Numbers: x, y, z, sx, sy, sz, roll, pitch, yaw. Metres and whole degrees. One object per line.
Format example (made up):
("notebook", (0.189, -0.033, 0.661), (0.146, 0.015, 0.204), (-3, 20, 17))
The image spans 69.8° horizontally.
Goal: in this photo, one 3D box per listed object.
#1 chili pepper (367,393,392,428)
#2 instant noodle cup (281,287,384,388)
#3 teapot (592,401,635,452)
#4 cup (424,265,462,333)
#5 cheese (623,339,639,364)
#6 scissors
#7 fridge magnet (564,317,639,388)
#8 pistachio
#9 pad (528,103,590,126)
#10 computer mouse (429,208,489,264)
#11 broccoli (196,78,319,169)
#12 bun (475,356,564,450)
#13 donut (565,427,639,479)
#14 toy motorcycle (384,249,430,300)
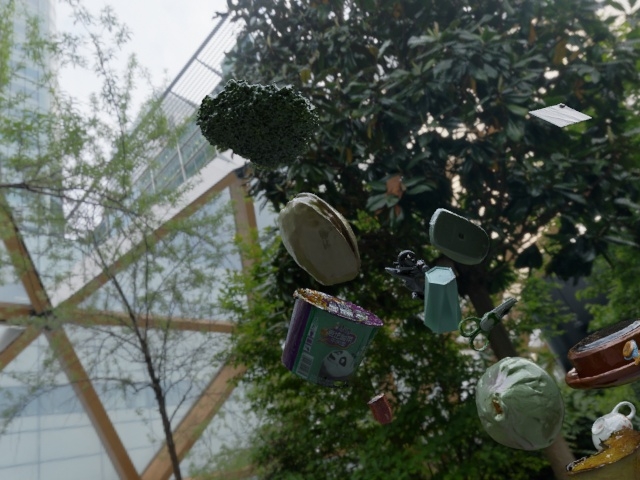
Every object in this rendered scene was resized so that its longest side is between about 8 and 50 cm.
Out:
("chili pepper", (0.280, 0.773, 2.046), (0.086, 0.192, 0.084), (-16, 16, 40))
("instant noodle cup", (0.018, 0.258, 1.203), (0.251, 0.251, 0.190), (18, -86, -47))
("teapot", (1.080, 0.701, 1.690), (0.245, 0.116, 0.159), (-53, -25, -6))
("cup", (0.456, 0.222, 1.725), (0.134, 0.148, 0.235), (-31, -51, -23))
("cheese", (0.693, 0.248, 1.016), (0.017, 0.047, 0.111), (16, 4, 19))
("scissors", (0.498, 0.231, 1.342), (0.204, 0.101, 0.027), (-35, -4, -15))
("fridge magnet", (0.928, 0.354, 1.421), (0.364, 0.155, 0.363), (-24, -16, -8))
("pistachio", (0.000, 0.000, 1.940), (0.281, 0.365, 0.445), (-45, -63, -30))
("pad", (0.744, -0.390, 1.420), (0.188, 0.113, 0.006), (-20, -43, -31))
("computer mouse", (0.412, -0.005, 1.387), (0.231, 0.127, 0.079), (26, -20, -20))
("broccoli", (-0.188, -0.341, 1.402), (0.376, 0.249, 0.302), (-2, 3, 3))
("bun", (0.613, 0.519, 1.475), (0.187, 0.293, 0.293), (24, -51, -37))
("donut", (0.834, 0.620, 1.285), (0.259, 0.101, 0.152), (-17, -19, -21))
("toy motorcycle", (0.462, 0.185, 2.189), (0.307, 0.108, 0.173), (41, -80, -9))
